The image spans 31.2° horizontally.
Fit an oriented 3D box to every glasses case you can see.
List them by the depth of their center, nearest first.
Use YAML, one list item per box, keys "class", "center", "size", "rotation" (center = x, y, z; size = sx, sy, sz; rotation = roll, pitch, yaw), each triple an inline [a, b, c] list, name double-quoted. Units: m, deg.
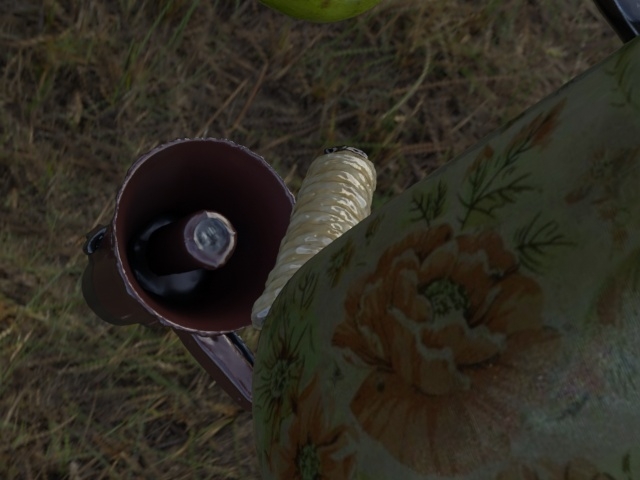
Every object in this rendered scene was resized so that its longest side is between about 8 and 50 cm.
- class: "glasses case"
  center: [0.128, 0.009, 0.384]
  size: [0.098, 0.425, 0.156]
  rotation: [10, 58, -43]

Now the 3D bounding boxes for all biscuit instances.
- class: "biscuit"
  center: [0.000, 0.000, 0.779]
  size: [0.061, 0.055, 0.219]
  rotation: [6, 30, 5]

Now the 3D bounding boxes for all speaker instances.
- class: "speaker"
  center: [-0.128, 0.043, 1.236]
  size: [0.259, 0.329, 0.198]
  rotation: [23, 70, -13]

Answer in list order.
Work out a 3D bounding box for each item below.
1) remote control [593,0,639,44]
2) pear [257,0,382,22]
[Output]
- class: "remote control"
  center: [0.176, -0.277, 0.718]
  size: [0.145, 0.062, 0.398]
  rotation: [-14, 69, -11]
- class: "pear"
  center: [-0.019, -0.250, 0.759]
  size: [0.180, 0.166, 0.216]
  rotation: [-5, 52, -42]
